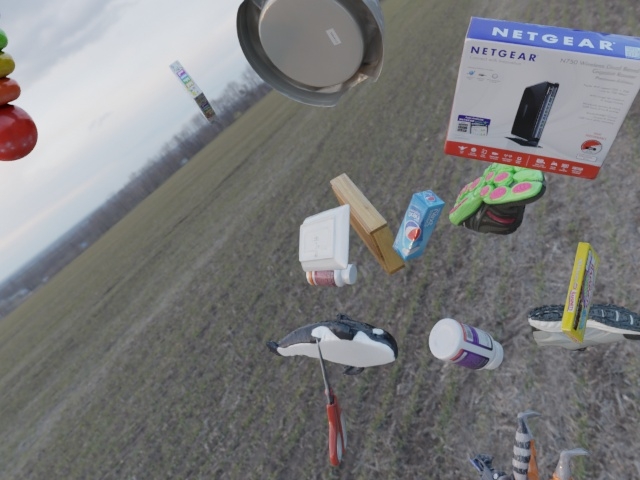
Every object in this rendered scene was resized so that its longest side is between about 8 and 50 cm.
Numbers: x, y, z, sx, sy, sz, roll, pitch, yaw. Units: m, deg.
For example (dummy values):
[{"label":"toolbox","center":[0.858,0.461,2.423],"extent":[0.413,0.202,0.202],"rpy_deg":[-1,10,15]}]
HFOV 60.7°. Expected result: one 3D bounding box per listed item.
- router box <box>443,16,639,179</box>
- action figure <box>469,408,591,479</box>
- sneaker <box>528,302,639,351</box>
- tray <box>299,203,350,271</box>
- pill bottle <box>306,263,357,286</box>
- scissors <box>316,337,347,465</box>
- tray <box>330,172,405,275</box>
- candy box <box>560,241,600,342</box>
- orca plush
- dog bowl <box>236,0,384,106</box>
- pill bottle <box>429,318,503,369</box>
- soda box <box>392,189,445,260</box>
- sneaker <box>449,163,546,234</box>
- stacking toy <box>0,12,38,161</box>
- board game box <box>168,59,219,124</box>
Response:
[{"label":"router box","center":[0.447,-0.288,1.139],"extent":[0.335,0.301,0.082],"rpy_deg":[12,54,13]},{"label":"action figure","center":[0.425,0.549,1.237],"extent":[0.341,0.178,0.331],"rpy_deg":[28,98,64]},{"label":"sneaker","center":[0.659,0.221,1.344],"extent":[0.271,0.108,0.100],"rpy_deg":[-2,22,29]},{"label":"tray","center":[0.000,0.000,1.311],"extent":[0.030,0.145,0.270],"rpy_deg":[3,-6,-22]},{"label":"pill bottle","center":[0.037,0.107,1.775],"extent":[0.151,0.086,0.086],"rpy_deg":[2,36,27]},{"label":"scissors","center":[0.021,0.311,1.096],"extent":[0.021,0.298,0.109],"rpy_deg":[-5,15,17]},{"label":"tray","center":[0.161,-0.067,1.966],"extent":[0.076,0.203,0.411],"rpy_deg":[-30,35,-2]},{"label":"candy box","center":[0.588,0.118,1.233],"extent":[0.027,0.105,0.206],"rpy_deg":[7,72,40]},{"label":"orca plush","center":[0.033,0.210,1.182],"extent":[0.287,0.151,0.102],"rpy_deg":[-17,31,32]},{"label":"dog bowl","center":[-0.013,-0.474,1.245],"extent":[0.348,0.348,0.102],"rpy_deg":[-20,40,46]},{"label":"pill bottle","center":[0.390,0.281,1.441],"extent":[0.108,0.193,0.108],"rpy_deg":[-37,42,42]},{"label":"soda box","center":[0.285,-0.042,1.602],"extent":[0.071,0.067,0.210],"rpy_deg":[-15,-42,-31]},{"label":"sneaker","center":[0.603,-0.133,1.790],"extent":[0.185,0.202,0.483],"rpy_deg":[-64,5,-12]},{"label":"stacking toy","center":[-0.502,-0.272,0.779],"extent":[0.141,0.331,0.141],"rpy_deg":[-10,23,4]},{"label":"board game box","center":[-0.299,-0.348,1.301],"extent":[0.026,0.103,0.154],"rpy_deg":[-38,-10,-4]}]
